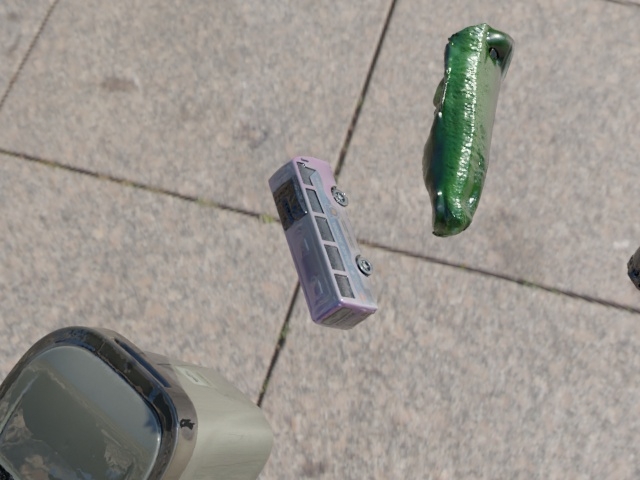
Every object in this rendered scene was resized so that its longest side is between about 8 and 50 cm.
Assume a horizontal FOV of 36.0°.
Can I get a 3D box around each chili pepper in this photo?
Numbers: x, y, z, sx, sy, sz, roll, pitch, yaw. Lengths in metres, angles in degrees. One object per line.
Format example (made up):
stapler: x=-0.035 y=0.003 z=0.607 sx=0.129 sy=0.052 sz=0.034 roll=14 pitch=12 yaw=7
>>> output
chili pepper: x=0.123 y=-0.095 z=0.870 sx=0.062 sy=0.108 sz=0.216 roll=14 pitch=60 yaw=5

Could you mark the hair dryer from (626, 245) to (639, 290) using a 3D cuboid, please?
hair dryer: x=0.477 y=-0.055 z=1.237 sx=0.089 sy=0.197 sz=0.251 roll=28 pitch=33 yaw=4

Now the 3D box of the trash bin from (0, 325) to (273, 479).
trash bin: x=-0.196 y=0.226 z=1.055 sx=0.220 sy=0.250 sz=0.219 roll=38 pitch=97 yaw=28

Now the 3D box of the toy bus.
toy bus: x=0.000 y=0.000 z=0.701 sx=0.037 sy=0.052 sz=0.131 roll=-38 pitch=56 yaw=32

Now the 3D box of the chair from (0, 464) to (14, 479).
chair: x=-0.349 y=0.223 z=0.815 sx=0.174 sy=0.149 sz=0.213 roll=-27 pitch=66 yaw=-36
